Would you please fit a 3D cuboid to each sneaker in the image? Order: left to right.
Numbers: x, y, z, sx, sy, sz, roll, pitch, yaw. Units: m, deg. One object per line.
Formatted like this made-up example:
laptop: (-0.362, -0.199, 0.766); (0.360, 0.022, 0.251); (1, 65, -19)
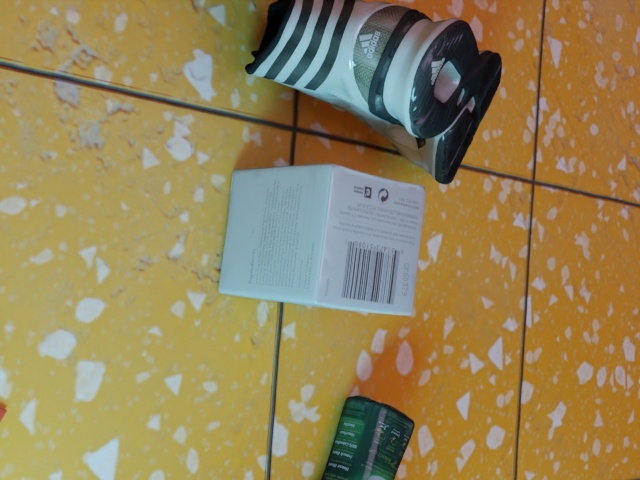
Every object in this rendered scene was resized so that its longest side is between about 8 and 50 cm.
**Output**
sneaker: (0.068, -0.211, 1.158); (0.169, 0.257, 0.447); (-64, 164, 1)

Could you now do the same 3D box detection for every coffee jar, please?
coffee jar: (0.049, 0.299, 1.202); (0.096, 0.079, 0.184); (37, 66, -38)

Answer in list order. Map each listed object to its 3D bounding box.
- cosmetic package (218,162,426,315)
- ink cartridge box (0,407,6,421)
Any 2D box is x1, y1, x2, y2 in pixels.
cosmetic package: (0.000, 0.000, 1.086); (0.151, 0.183, 0.152); (10, 85, -41)
ink cartridge box: (-0.350, 0.162, 0.881); (0.115, 0.029, 0.063); (40, 65, -34)
